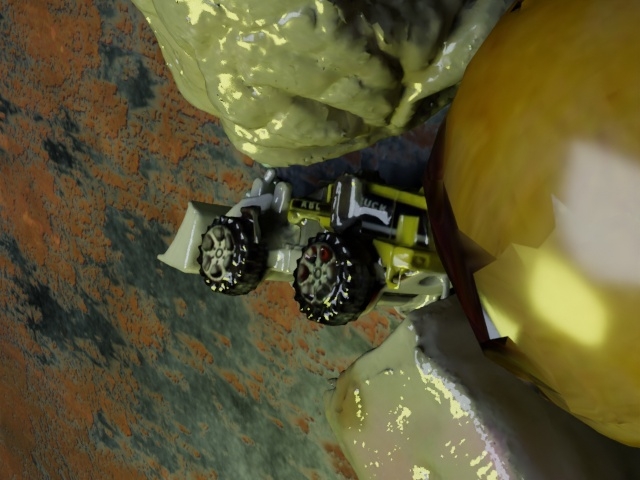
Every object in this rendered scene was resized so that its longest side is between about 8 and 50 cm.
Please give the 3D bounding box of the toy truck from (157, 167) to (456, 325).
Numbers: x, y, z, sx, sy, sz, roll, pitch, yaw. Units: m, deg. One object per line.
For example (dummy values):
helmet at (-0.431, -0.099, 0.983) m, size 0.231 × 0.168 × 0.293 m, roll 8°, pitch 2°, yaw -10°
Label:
toy truck at (0.000, 0.000, 0.772) m, size 0.285 × 0.136 × 0.111 m, roll 8°, pitch 90°, yaw 47°

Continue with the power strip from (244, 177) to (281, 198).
power strip at (-0.056, -0.015, 0.904) m, size 0.016 × 0.040 × 0.090 m, roll 30°, pitch 129°, yaw 19°

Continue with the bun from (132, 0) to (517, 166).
bun at (0.029, -0.164, 0.575) m, size 0.205 × 0.281 × 0.281 m, roll 54°, pitch 145°, yaw -12°

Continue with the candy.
candy at (0.124, 0.120, 0.630) m, size 0.137 × 0.184 × 0.195 m, roll -50°, pitch 61°, yaw 43°

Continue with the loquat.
loquat at (0.165, -0.019, 0.470) m, size 0.235 × 0.235 × 0.235 m, roll 24°, pitch 123°, yaw 44°

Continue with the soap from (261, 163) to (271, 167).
soap at (-0.032, -0.155, 0.750) m, size 0.198 × 0.119 × 0.066 m, roll 57°, pitch 139°, yaw 18°
